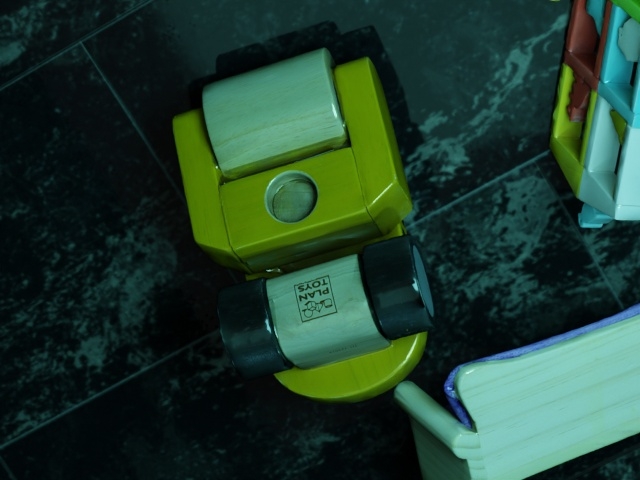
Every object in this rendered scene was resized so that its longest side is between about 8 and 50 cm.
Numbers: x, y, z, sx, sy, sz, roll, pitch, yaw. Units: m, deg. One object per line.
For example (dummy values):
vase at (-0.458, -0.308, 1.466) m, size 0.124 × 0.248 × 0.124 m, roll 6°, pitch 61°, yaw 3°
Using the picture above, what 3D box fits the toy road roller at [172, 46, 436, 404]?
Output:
toy road roller at (0.000, 0.000, 1.903) m, size 0.202 × 0.240 × 0.330 m, roll -16°, pitch 71°, yaw 9°

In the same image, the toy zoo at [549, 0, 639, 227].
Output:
toy zoo at (0.273, -0.148, 1.803) m, size 0.030 × 0.192 × 0.293 m, roll 1°, pitch 114°, yaw -14°

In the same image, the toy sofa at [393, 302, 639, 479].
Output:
toy sofa at (0.263, 0.129, 1.863) m, size 0.362 × 0.150 × 0.177 m, roll -20°, pitch 111°, yaw -15°
